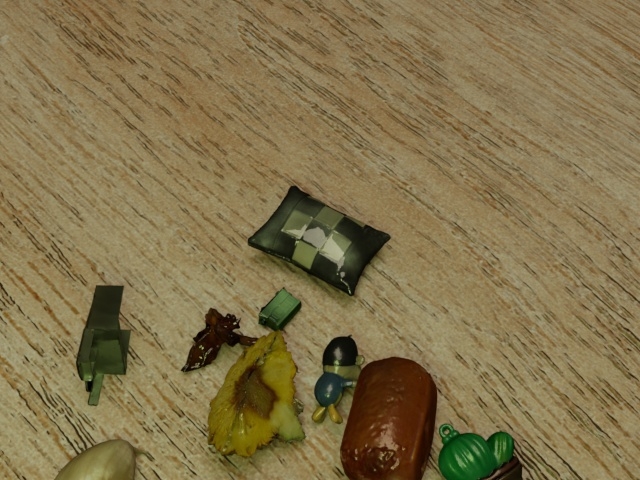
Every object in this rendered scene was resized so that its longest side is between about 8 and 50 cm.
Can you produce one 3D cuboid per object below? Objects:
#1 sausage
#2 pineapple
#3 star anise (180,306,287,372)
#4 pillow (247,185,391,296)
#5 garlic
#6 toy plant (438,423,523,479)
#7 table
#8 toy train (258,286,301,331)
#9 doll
[{"bbox_3d":[0.123,0.322,1.777,0.141,0.153,0.268,2,46,17],"label":"sausage"},{"bbox_3d":[-0.109,0.301,1.835,0.164,0.139,0.250,32,62,-29],"label":"pineapple"},{"bbox_3d":[-0.167,0.199,1.941,0.140,0.144,0.158,-28,30,33],"label":"star anise"},{"bbox_3d":[0.000,0.000,2.075,0.249,0.106,0.186,28,55,14],"label":"pillow"},{"bbox_3d":[-0.373,0.435,1.693,0.164,0.145,0.245,27,44,-22],"label":"garlic"},{"bbox_3d":[0.285,0.392,1.748,0.142,0.105,0.200,-28,75,-12],"label":"toy plant"},{"bbox_3d":[-0.395,0.194,1.864,0.062,0.146,0.175,2,50,-1],"label":"table"},{"bbox_3d":[-0.080,0.139,1.998,0.056,0.038,0.093,31,55,19],"label":"toy train"},{"bbox_3d":[0.034,0.257,1.875,0.102,0.089,0.179,-7,58,41],"label":"doll"}]
